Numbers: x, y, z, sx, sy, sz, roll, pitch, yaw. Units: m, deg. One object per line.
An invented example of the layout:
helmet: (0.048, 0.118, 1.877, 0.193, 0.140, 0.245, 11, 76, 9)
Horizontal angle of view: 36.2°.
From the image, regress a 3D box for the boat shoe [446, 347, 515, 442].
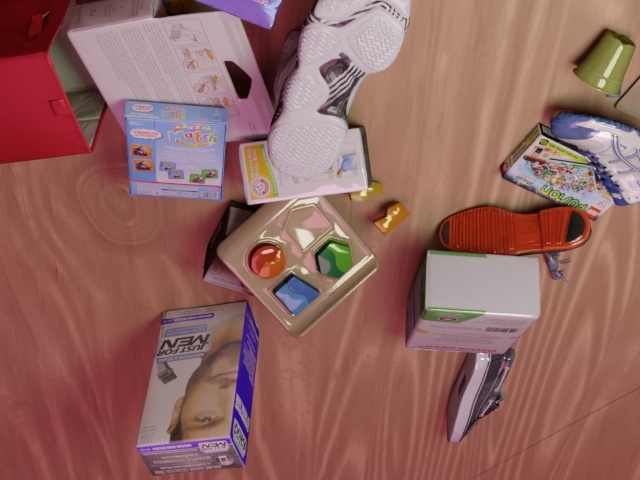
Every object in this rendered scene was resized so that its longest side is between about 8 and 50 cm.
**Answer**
boat shoe: (0.344, 0.333, 2.109, 0.102, 0.108, 0.301, 9, 127, -4)

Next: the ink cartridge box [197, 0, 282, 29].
ink cartridge box: (-0.143, -0.470, 1.282, 0.303, 0.072, 0.307, 18, 103, -16)

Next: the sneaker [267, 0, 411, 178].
sneaker: (0.017, -0.286, 1.447, 0.137, 0.210, 0.366, 17, 125, -14)

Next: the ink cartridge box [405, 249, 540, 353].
ink cartridge box: (0.274, 0.121, 1.820, 0.201, 0.117, 0.278, 4, 160, -1)

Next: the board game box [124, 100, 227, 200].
board game box: (-0.237, -0.143, 1.615, 0.160, 0.039, 0.211, 4, 148, -6)

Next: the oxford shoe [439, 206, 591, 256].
oxford shoe: (0.354, -0.006, 1.782, 0.271, 0.097, 0.098, 1, 169, 21)

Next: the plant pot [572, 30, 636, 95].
plant pot: (0.451, -0.281, 1.527, 0.083, 0.083, 0.079, 18, 120, -15)

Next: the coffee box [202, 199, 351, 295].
coffee box: (-0.080, 0.036, 1.831, 0.246, 0.098, 0.141, 19, 131, -15)

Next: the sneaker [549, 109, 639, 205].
sneaker: (0.502, -0.123, 1.620, 0.296, 0.112, 0.131, 19, 102, -14)

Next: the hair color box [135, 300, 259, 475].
hair color box: (-0.231, 0.281, 1.908, 0.185, 0.339, 0.110, -8, 134, 10)

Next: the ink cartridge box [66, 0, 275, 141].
ink cartridge box: (-0.215, -0.260, 1.532, 0.261, 0.066, 0.296, -6, 146, 10)

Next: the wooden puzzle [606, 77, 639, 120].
wooden puzzle: (0.533, -0.234, 1.609, 0.116, 0.014, 0.078, 26, 125, -22)

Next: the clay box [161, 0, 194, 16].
clay box: (-0.217, -0.416, 1.429, 0.127, 0.053, 0.222, 28, 128, -25)

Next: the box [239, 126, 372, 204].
box: (-0.023, -0.126, 1.639, 0.203, 0.114, 0.103, -7, 97, 8)

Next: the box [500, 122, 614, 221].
box: (0.432, -0.117, 1.709, 0.207, 0.036, 0.114, 22, 131, -18)

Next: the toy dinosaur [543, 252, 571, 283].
toy dinosaur: (0.448, 0.042, 1.876, 0.090, 0.047, 0.082, 32, 146, 17)

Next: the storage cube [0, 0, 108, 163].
storage cube: (-0.454, -0.247, 1.511, 0.193, 0.183, 0.215, -6, 134, 8)

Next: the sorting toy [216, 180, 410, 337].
sorting toy: (0.000, 0.000, 1.737, 0.307, 0.041, 0.229, -42, 107, -1)
